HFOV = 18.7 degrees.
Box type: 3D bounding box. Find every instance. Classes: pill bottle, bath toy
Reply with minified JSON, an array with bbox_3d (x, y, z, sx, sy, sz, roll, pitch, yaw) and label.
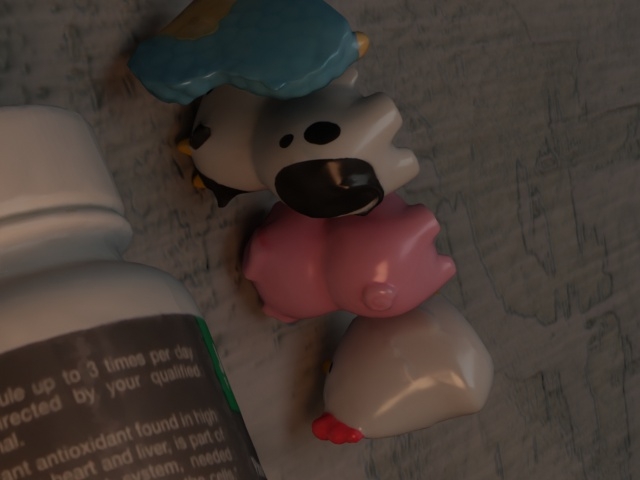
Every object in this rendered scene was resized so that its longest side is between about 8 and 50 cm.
[{"bbox_3d":[-0.122,0.135,0.877,0.204,0.204,0.361,-2,67,-59],"label":"pill bottle"},{"bbox_3d":[0.000,0.000,1.262,0.129,0.151,0.348,-34,126,-12],"label":"bath toy"}]
